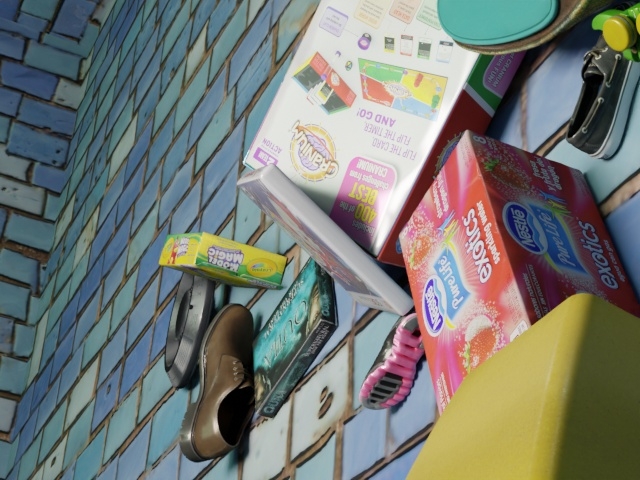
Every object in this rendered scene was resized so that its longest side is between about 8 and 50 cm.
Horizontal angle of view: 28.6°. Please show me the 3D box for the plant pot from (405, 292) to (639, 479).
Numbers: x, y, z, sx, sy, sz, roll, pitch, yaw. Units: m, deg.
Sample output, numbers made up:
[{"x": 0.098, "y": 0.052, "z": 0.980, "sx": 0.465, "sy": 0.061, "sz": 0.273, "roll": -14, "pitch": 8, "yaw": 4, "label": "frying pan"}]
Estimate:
[{"x": 0.170, "y": 0.163, "z": 0.785, "sx": 0.212, "sy": 0.212, "sz": 0.187, "roll": -48, "pitch": 21, "yaw": 48, "label": "plant pot"}]

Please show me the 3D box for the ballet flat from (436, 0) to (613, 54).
[{"x": 0.230, "y": -0.243, "z": 1.067, "sx": 0.348, "sy": 0.123, "sz": 0.123, "roll": -27, "pitch": 49, "yaw": 62, "label": "ballet flat"}]

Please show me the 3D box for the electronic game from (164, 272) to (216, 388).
[{"x": -0.200, "y": 0.119, "z": 1.963, "sx": 0.229, "sy": 0.048, "sz": 0.229, "roll": -166, "pitch": 90, "yaw": -77, "label": "electronic game"}]

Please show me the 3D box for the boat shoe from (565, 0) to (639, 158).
[{"x": 0.241, "y": -0.140, "z": 1.058, "sx": 0.049, "sy": 0.040, "sz": 0.142, "roll": -12, "pitch": 62, "yaw": 66, "label": "boat shoe"}]

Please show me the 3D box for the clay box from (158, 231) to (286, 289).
[{"x": -0.136, "y": 0.029, "z": 1.760, "sx": 0.222, "sy": 0.127, "sz": 0.053, "roll": -4, "pitch": 70, "yaw": 68, "label": "clay box"}]

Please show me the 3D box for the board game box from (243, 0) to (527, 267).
[{"x": 0.072, "y": -0.165, "z": 1.307, "sx": 0.242, "sy": 0.064, "sz": 0.316, "roll": 37, "pitch": 106, "yaw": 41, "label": "board game box"}]

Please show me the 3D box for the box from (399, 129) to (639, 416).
[{"x": 0.158, "y": 0.046, "z": 1.000, "sx": 0.128, "sy": 0.122, "sz": 0.257, "roll": -59, "pitch": 24, "yaw": 34, "label": "box"}]

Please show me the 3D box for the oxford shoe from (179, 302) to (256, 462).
[{"x": -0.113, "y": 0.185, "z": 1.676, "sx": 0.096, "sy": 0.083, "sz": 0.227, "roll": -17, "pitch": 53, "yaw": 39, "label": "oxford shoe"}]

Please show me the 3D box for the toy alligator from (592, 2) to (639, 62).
[{"x": 0.283, "y": -0.166, "z": 0.972, "sx": 0.189, "sy": 0.056, "sz": 0.051, "roll": -1, "pitch": 117, "yaw": 62, "label": "toy alligator"}]

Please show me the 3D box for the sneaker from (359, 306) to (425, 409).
[{"x": 0.076, "y": 0.117, "z": 1.275, "sx": 0.119, "sy": 0.047, "sz": 0.057, "roll": -58, "pitch": 17, "yaw": 14, "label": "sneaker"}]

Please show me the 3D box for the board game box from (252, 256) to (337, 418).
[{"x": -0.035, "y": 0.118, "z": 1.574, "sx": 0.186, "sy": 0.026, "sz": 0.126, "roll": -57, "pitch": 25, "yaw": 35, "label": "board game box"}]

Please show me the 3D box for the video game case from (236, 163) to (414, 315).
[{"x": 0.000, "y": 0.000, "z": 1.314, "sx": 0.023, "sy": 0.201, "sz": 0.183, "roll": -46, "pitch": 8, "yaw": -8, "label": "video game case"}]
